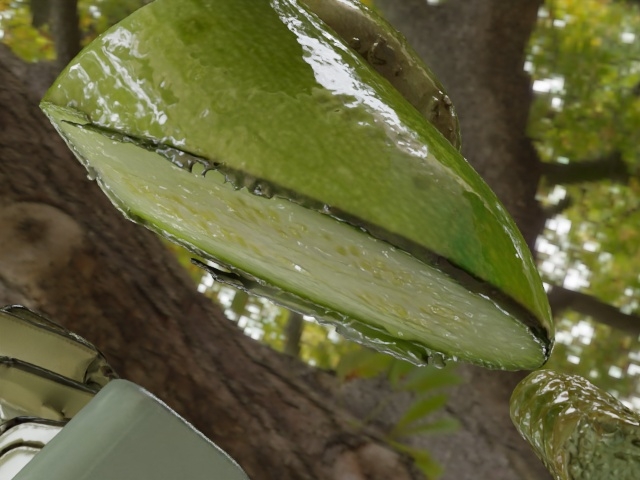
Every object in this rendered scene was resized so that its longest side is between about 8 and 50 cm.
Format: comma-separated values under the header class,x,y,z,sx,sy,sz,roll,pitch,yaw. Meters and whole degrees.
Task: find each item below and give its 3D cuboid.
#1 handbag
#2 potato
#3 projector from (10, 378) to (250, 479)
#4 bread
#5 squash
class,x,y,z,sx,sy,sz,roll,pitch,yaw
handbag,-0.361,0.229,1.244,0.358,0.160,0.237,-41,-29,9
potato,-0.003,-0.113,1.226,0.307,0.210,0.173,47,-138,-18
projector,-0.111,0.199,0.557,0.198,0.108,0.250,-47,-17,-30
bread,0.229,0.172,1.197,0.098,0.269,0.087,9,-87,-3
squash,0.000,0.000,0.894,0.210,0.309,0.233,-34,-26,-6
